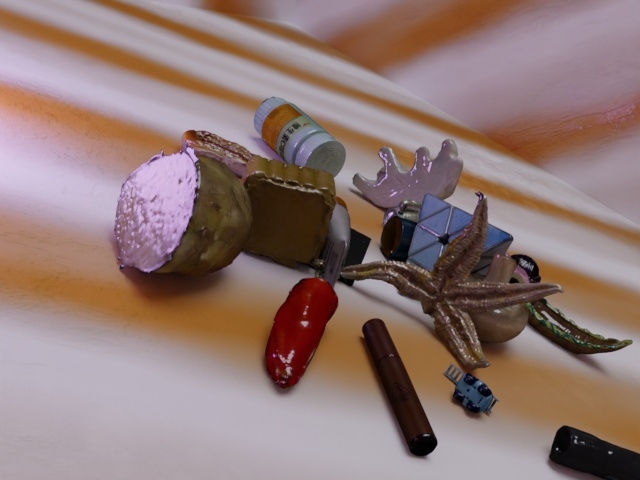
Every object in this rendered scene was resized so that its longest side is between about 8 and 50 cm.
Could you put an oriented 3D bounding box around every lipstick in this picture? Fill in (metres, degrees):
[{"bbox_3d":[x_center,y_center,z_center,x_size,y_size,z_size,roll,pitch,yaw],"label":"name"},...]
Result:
[{"bbox_3d":[0.149,0.278,1.518,0.057,0.057,0.357,15,26,-20],"label":"lipstick"}]

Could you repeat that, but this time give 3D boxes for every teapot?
[{"bbox_3d":[0.287,-0.067,2.289,0.200,0.107,0.077,4,34,-37],"label":"teapot"}]

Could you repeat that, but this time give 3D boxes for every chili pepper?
[{"bbox_3d":[-0.035,0.162,1.535,0.110,0.110,0.387,25,29,1],"label":"chili pepper"}]

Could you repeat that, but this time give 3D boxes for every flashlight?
[{"bbox_3d":[0.658,0.471,1.541,0.424,0.103,0.103,20,24,-6],"label":"flashlight"}]

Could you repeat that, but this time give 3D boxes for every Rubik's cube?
[{"bbox_3d":[0.344,0.033,1.990,0.228,0.228,0.233,17,16,4],"label":"Rubik's cube"}]

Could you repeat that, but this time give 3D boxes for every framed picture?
[{"bbox_3d":[0.000,0.000,2.005,0.244,0.013,0.324,25,24,2],"label":"framed picture"}]

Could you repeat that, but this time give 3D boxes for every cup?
[{"bbox_3d":[0.247,-0.004,2.116,0.138,0.113,0.150,15,27,-24],"label":"cup"}]

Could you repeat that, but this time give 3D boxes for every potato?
[{"bbox_3d":[-0.249,-0.037,1.594,0.300,0.289,0.237,-2,-20,45],"label":"potato"}]

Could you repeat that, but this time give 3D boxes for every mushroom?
[{"bbox_3d":[0.414,0.131,1.868,0.207,0.215,0.207,17,20,-7],"label":"mushroom"}]

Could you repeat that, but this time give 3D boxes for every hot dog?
[{"bbox_3d":[-0.272,-0.243,2.181,0.252,0.069,0.131,23,23,-5],"label":"hot dog"}]

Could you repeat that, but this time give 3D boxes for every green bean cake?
[{"bbox_3d":[-0.092,-0.070,1.790,0.229,0.224,0.131,14,34,-8],"label":"green bean cake"}]

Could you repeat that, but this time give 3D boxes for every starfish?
[{"bbox_3d":[0.297,0.109,1.755,0.132,0.384,0.398,15,37,-59],"label":"starfish"}]

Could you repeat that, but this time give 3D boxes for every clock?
[{"bbox_3d":[0.530,0.084,2.213,0.194,0.100,0.195,32,24,21],"label":"clock"}]

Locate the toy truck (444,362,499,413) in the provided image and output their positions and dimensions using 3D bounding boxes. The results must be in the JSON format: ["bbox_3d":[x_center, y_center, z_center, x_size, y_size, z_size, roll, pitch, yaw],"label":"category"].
[{"bbox_3d":[0.303,0.303,1.607,0.136,0.063,0.074,40,9,35],"label":"toy truck"}]

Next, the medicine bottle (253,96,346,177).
[{"bbox_3d":[-0.073,-0.316,2.407,0.158,0.158,0.318,1,33,-41],"label":"medicine bottle"}]

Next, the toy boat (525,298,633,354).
[{"bbox_3d":[0.661,0.236,2.031,0.293,0.099,0.108,29,25,30],"label":"toy boat"}]

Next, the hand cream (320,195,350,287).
[{"bbox_3d":[0.033,-0.011,1.870,0.089,0.140,0.314,13,30,-7],"label":"hand cream"}]

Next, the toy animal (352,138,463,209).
[{"bbox_3d":[0.306,-0.200,2.398,0.266,0.308,0.188,48,17,26],"label":"toy animal"}]
